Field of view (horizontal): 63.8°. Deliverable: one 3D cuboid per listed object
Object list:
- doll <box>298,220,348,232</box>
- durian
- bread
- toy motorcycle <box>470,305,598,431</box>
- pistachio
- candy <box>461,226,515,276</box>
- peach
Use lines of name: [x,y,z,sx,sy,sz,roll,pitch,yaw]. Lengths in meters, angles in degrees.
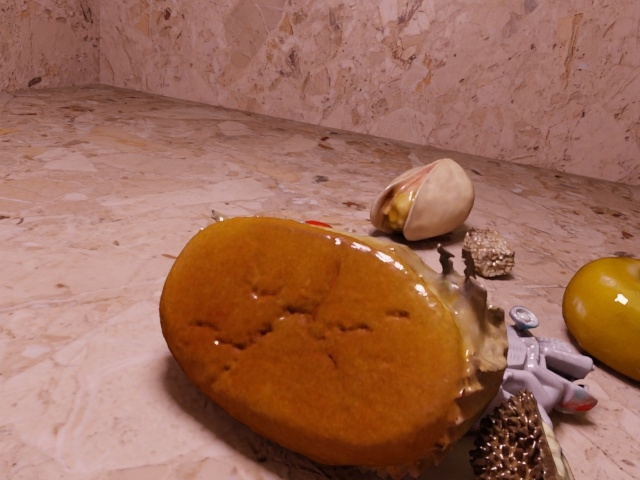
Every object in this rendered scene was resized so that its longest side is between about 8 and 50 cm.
doll: [0.000,0.000,0.997,0.227,0.075,0.102,3,6,-42]
durian: [0.180,0.223,0.455,0.091,0.148,0.188,-22,3,14]
bread: [-0.003,0.100,0.564,0.388,0.236,0.183,11,2,31]
toy motorcycle: [0.230,0.175,0.635,0.260,0.110,0.171,10,36,-19]
pistachio: [0.246,-0.098,1.199,0.187,0.188,0.299,24,30,33]
candy: [0.348,0.025,1.076,0.095,0.085,0.110,-6,28,-11]
peach: [0.518,0.126,0.816,0.251,0.153,0.251,4,38,-3]
